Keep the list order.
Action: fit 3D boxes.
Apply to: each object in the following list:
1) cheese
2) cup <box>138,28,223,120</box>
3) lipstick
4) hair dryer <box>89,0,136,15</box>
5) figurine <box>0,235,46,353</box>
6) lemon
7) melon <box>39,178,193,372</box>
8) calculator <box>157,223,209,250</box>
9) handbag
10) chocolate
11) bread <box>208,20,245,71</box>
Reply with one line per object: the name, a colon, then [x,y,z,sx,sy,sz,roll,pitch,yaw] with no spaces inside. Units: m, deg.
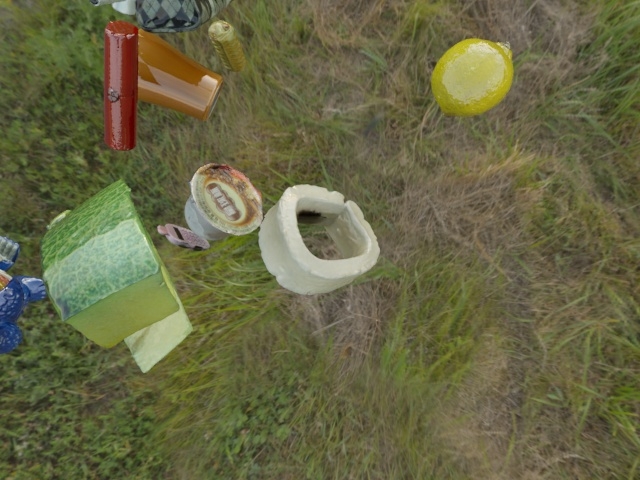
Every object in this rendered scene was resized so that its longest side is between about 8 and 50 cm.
cheese: [0.001,-0.003,1.633,0.332,0.153,0.292,3,64,-34]
cup: [-0.406,-0.429,1.512,0.264,0.226,0.182,24,87,-10]
lipstick: [-0.420,-0.315,1.181,0.073,0.280,0.073,10,43,-10]
hair dryer: [-0.634,-0.757,1.716,0.073,0.236,0.131,29,121,1]
figurine: [-0.508,0.102,0.803,0.120,0.262,0.164,-29,98,12]
lemon: [0.223,-0.238,0.822,0.133,0.109,0.109,-43,79,24]
melon: [-0.135,0.028,0.392,0.064,0.209,0.118,-29,69,-14]
calculator: [-0.392,-0.008,1.603,0.024,0.166,0.103,-57,41,16]
handbag: [-0.301,-0.652,1.228,0.180,0.416,0.317,-3,121,4]
chocolate: [-0.257,-0.080,1.391,0.147,0.221,0.221,-31,76,45]
bread: [-0.315,-0.660,1.929,0.084,0.367,0.077,-22,89,-1]
